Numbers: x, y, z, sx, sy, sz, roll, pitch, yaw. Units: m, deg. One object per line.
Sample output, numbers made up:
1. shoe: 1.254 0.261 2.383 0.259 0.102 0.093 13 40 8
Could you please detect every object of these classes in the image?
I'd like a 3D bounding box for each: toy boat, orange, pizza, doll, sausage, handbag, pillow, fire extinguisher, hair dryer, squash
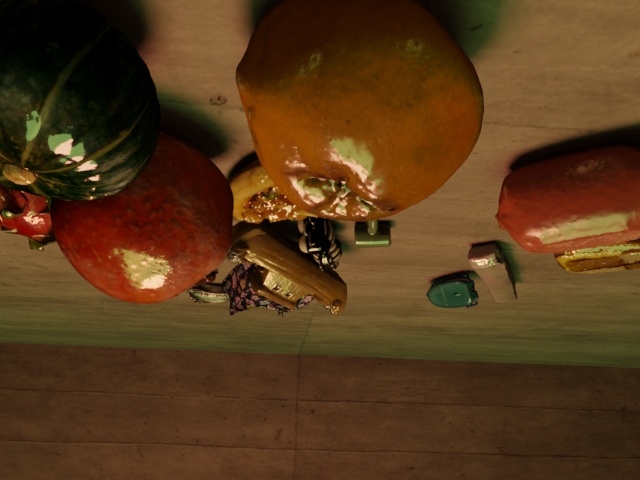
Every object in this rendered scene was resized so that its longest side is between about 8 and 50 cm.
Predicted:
1. toy boat: -0.065 0.073 1.099 0.321 0.121 0.089 36 -174 -37
2. orange: 0.041 -0.120 0.532 0.248 0.184 0.249 2 163 1
3. pizza: -0.046 -0.072 0.873 0.197 0.058 0.292 16 157 -38
4. doll: 0.000 0.000 1.034 0.067 0.091 0.219 -4 159 10
5. sausage: 0.367 -0.058 0.765 0.254 0.148 0.148 -10 158 38
6. toy boat: 0.348 0.131 1.426 0.110 0.091 0.175 -19 -179 -38
7. handbag: -0.097 0.090 1.248 0.207 0.127 0.229 2 149 -32
8. pillow: -0.314 0.151 1.568 0.135 0.055 0.091 4 143 -13
9. fire extinguisher: -0.310 0.099 1.434 0.132 0.039 0.056 -16 -173 41
10. hair dryer: 0.097 -0.035 1.017 0.071 0.048 0.150 -2 150 4
11. squash: -0.261 -0.133 0.533 0.217 0.173 0.218 0 159 0

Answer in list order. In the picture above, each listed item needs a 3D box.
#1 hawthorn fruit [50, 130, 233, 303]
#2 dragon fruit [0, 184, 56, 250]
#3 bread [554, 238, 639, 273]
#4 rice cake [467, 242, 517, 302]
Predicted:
1. hawthorn fruit: -0.233 -0.037 0.732 0.234 0.232 0.263 -24 163 -8
2. dragon fruit: -0.426 -0.060 0.825 0.135 0.137 0.236 35 160 -12
3. bread: 0.536 -0.003 0.974 0.222 0.096 0.181 -10 160 31
4. rice cake: 0.414 0.081 1.285 0.072 0.056 0.365 -13 157 23
